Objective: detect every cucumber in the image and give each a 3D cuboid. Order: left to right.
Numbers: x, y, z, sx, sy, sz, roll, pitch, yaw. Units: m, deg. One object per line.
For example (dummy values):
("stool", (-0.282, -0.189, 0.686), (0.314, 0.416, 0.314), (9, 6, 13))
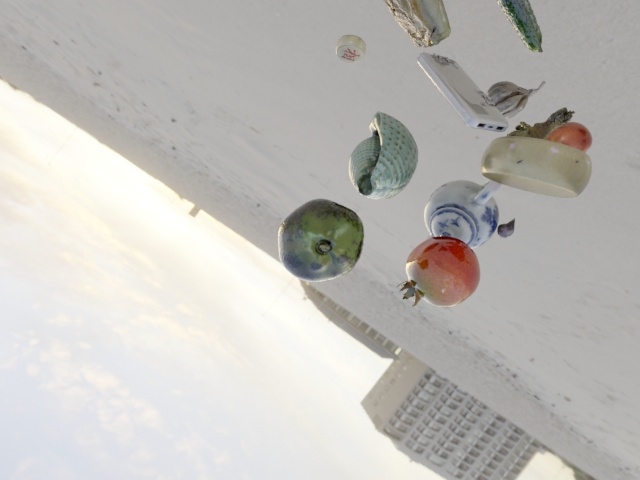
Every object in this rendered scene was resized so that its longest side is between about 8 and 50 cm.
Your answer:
("cucumber", (0.533, -0.595, 1.132), (0.227, 0.069, 0.069), (51, 175, -18))

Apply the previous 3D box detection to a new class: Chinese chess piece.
("Chinese chess piece", (0.121, -0.765, 1.708), (0.122, 0.051, 0.122), (10, 167, 2))
("Chinese chess piece", (0.570, -0.194, 1.139), (0.274, 0.102, 0.273), (16, -174, -2))

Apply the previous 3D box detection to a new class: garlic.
("garlic", (0.639, -0.471, 1.405), (0.194, 0.131, 0.127), (-17, 140, 35))

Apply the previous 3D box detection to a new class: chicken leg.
("chicken leg", (0.642, -0.323, 1.289), (0.088, 0.228, 0.103), (44, -160, -14))

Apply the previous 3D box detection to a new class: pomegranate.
("pomegranate", (0.001, 0.017, 1.133), (0.276, 0.222, 0.203), (95, 170, -63))
("pomegranate", (0.353, 0.105, 1.292), (0.220, 0.257, 0.221), (55, -173, -10))

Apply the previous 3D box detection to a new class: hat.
("hat", (0.621, -0.044, 1.432), (0.042, 0.058, 0.087), (15, 149, 6))

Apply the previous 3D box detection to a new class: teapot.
("teapot", (0.478, -0.074, 1.481), (0.252, 0.280, 0.424), (42, 136, 6))

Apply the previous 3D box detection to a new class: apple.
("apple", (0.892, -0.346, 1.543), (0.139, 0.163, 0.163), (54, -171, 34))

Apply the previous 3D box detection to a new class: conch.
("conch", (0.223, -0.264, 1.442), (0.216, 0.302, 0.319), (9, -139, -11))

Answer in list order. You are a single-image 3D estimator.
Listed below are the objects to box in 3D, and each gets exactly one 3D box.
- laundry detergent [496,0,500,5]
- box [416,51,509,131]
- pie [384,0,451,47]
("laundry detergent", (0.737, -1.066, 1.698), (0.106, 0.214, 0.280), (8, 167, 12))
("box", (0.360, -0.383, 1.090), (0.142, 0.044, 0.284), (-1, -127, -32))
("pie", (0.191, -0.547, 0.933), (0.129, 0.068, 0.282), (22, 171, 46))
